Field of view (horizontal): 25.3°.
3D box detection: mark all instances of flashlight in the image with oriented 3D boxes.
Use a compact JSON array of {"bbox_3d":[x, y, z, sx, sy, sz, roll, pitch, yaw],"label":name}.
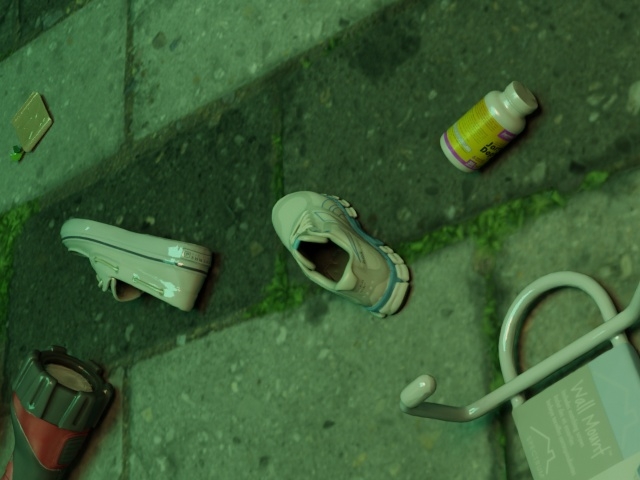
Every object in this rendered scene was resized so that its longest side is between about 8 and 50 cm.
[{"bbox_3d":[-0.338,0.263,1.561,0.304,0.103,0.103,-58,17,16],"label":"flashlight"}]

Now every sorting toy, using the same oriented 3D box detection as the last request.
[{"bbox_3d":[-0.371,-0.140,1.805,0.083,0.012,0.062,-48,51,20],"label":"sorting toy"}]

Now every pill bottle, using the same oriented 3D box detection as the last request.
[{"bbox_3d":[0.144,-0.097,1.207,0.083,0.043,0.043,-42,49,30],"label":"pill bottle"}]

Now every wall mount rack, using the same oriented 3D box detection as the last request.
[{"bbox_3d":[0.208,0.138,0.989,0.304,0.130,0.350,-39,52,32],"label":"wall mount rack"}]

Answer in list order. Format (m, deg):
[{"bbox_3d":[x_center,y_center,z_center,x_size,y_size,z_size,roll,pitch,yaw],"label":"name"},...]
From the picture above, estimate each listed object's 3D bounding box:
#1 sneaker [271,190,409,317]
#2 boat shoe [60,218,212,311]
[{"bbox_3d":[0.000,0.000,1.301,0.191,0.083,0.071,37,105,49],"label":"sneaker"},{"bbox_3d":[-0.210,0.027,1.516,0.226,0.083,0.076,9,82,48],"label":"boat shoe"}]
